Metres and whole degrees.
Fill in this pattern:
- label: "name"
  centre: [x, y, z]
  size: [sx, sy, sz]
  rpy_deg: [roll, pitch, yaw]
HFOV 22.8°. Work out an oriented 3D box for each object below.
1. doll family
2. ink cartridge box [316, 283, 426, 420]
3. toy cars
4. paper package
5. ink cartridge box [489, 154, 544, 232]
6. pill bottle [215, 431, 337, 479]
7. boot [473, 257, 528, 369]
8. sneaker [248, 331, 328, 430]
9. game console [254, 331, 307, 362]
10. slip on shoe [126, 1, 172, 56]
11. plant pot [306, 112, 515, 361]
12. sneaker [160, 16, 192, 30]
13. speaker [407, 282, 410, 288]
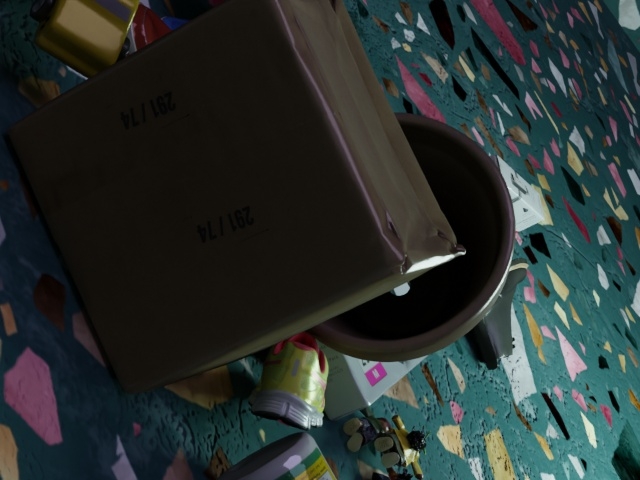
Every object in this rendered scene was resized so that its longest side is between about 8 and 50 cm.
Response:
- label: "doll family"
  centre: [0.101, 0.274, 1.855]
  size: [0.111, 0.076, 0.193]
  rpy_deg: [7, 63, -66]
- label: "ink cartridge box"
  centre: [0.029, 0.068, 1.935]
  size: [0.239, 0.060, 0.275]
  rpy_deg: [63, 25, -1]
- label: "toy cars"
  centre: [-0.277, -0.229, 1.513]
  size: [0.393, 0.087, 0.176]
  rpy_deg: [-28, 87, -51]
- label: "paper package"
  centre: [-0.083, -0.052, 1.521]
  size: [0.168, 0.325, 0.309]
  rpy_deg: [-13, 77, -64]
- label: "ink cartridge box"
  centre: [0.272, -0.063, 2.486]
  size: [0.135, 0.099, 0.056]
  rpy_deg: [36, 37, -43]
- label: "pill bottle"
  centre: [-0.011, 0.303, 1.548]
  size: [0.208, 0.117, 0.117]
  rpy_deg: [61, 25, -3]
- label: "boot"
  centre: [0.264, 0.107, 2.347]
  size: [0.198, 0.077, 0.137]
  rpy_deg: [-19, 87, -52]
- label: "sneaker"
  centre: [-0.024, 0.140, 1.637]
  size: [0.208, 0.081, 0.094]
  rpy_deg: [149, -43, -85]
- label: "game console"
  centre: [-0.065, 0.062, 1.748]
  size: [0.122, 0.107, 0.071]
  rpy_deg: [38, 5, -41]
- label: "slip on shoe"
  centre: [-0.114, -0.164, 1.843]
  size: [0.331, 0.101, 0.123]
  rpy_deg: [44, 32, -33]
- label: "plant pot"
  centre: [0.080, 0.018, 1.740]
  size: [0.229, 0.263, 0.263]
  rpy_deg: [69, 1, -73]
- label: "sneaker"
  centre: [-0.131, -0.255, 1.919]
  size: [0.152, 0.084, 0.058]
  rpy_deg: [10, 56, -60]
- label: "speaker"
  centre: [0.107, 0.004, 2.153]
  size: [0.055, 0.055, 0.136]
  rpy_deg: [18, 50, -57]
